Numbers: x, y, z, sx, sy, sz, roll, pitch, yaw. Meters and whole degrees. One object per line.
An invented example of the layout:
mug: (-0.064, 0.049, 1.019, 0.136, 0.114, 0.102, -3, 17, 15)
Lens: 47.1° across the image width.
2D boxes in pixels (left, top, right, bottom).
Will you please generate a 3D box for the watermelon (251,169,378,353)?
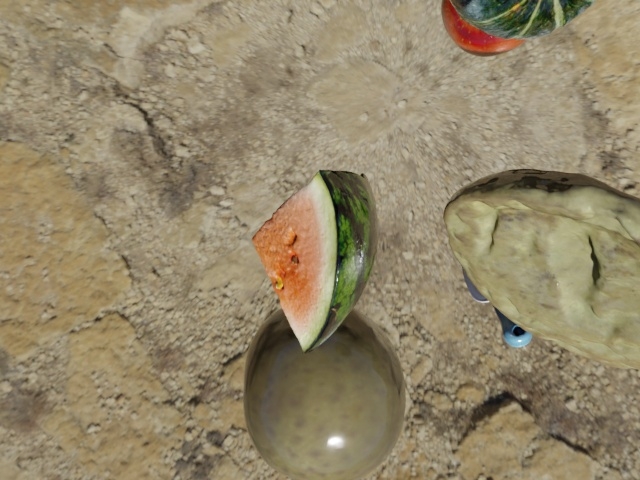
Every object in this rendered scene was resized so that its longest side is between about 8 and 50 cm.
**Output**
watermelon: (0.019, 0.005, 0.768, 0.137, 0.145, 0.192, 27, 118, 40)

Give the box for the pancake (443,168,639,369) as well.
pancake: (0.211, 0.027, 0.580, 0.242, 0.242, 0.050, 41, 70, -3)

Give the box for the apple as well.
apple: (0.300, -0.407, 1.268, 0.181, 0.168, 0.180, 4, 99, 30)

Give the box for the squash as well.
squash: (0.283, -0.397, 0.998, 0.252, 0.165, 0.252, -7, 141, -6)

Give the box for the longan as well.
longan: (0.008, 0.296, 1.446, 0.361, 0.361, 0.360, 1, 101, 5)

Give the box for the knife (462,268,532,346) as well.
knife: (0.310, 0.097, 1.352, 0.058, 0.244, 0.032, -27, 140, -1)
